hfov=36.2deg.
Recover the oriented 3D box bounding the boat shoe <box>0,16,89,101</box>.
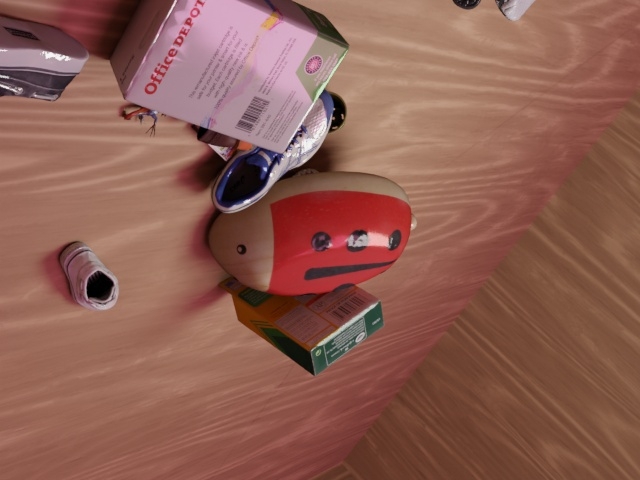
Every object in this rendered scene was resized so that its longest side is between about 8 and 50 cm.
[{"bbox_3d":[-0.410,-0.217,1.182,0.102,0.108,0.301,-54,163,18],"label":"boat shoe"}]

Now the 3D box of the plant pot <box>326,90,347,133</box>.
[{"bbox_3d":[0.018,-0.244,1.918,0.083,0.083,0.079,-47,170,6],"label":"plant pot"}]

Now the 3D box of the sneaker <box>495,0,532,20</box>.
[{"bbox_3d":[0.305,-0.531,1.745,0.137,0.210,0.366,-48,166,7],"label":"sneaker"}]

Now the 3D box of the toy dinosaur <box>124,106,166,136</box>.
[{"bbox_3d":[-0.271,-0.208,1.542,0.082,0.047,0.090,5,94,-51],"label":"toy dinosaur"}]

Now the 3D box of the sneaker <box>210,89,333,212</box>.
[{"bbox_3d":[-0.082,-0.157,1.782,0.296,0.112,0.131,-48,-173,5],"label":"sneaker"}]

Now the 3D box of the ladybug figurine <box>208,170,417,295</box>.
[{"bbox_3d":[0.000,0.000,2.011,0.449,0.162,0.305,-10,144,-17],"label":"ladybug figurine"}]

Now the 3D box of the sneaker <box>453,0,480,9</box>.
[{"bbox_3d":[0.316,-0.562,1.903,0.234,0.084,0.097,-64,176,40],"label":"sneaker"}]

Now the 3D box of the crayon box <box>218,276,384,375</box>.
[{"bbox_3d":[-0.045,0.142,2.136,0.203,0.323,0.083,-33,133,-27],"label":"crayon box"}]

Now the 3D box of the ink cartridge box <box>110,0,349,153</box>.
[{"bbox_3d":[-0.133,-0.269,1.413,0.278,0.117,0.201,16,120,-36],"label":"ink cartridge box"}]

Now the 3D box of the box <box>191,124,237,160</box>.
[{"bbox_3d":[-0.123,-0.240,1.717,0.207,0.036,0.114,-45,158,1],"label":"box"}]

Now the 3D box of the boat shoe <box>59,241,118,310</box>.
[{"bbox_3d":[-0.403,0.086,1.747,0.083,0.076,0.226,-40,158,-10],"label":"boat shoe"}]

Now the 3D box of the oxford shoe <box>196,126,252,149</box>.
[{"bbox_3d":[-0.144,-0.265,1.567,0.098,0.097,0.271,0,124,-16],"label":"oxford shoe"}]

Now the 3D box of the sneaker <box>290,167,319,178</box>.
[{"bbox_3d":[0.003,-0.089,2.114,0.236,0.104,0.095,-5,136,-56],"label":"sneaker"}]
